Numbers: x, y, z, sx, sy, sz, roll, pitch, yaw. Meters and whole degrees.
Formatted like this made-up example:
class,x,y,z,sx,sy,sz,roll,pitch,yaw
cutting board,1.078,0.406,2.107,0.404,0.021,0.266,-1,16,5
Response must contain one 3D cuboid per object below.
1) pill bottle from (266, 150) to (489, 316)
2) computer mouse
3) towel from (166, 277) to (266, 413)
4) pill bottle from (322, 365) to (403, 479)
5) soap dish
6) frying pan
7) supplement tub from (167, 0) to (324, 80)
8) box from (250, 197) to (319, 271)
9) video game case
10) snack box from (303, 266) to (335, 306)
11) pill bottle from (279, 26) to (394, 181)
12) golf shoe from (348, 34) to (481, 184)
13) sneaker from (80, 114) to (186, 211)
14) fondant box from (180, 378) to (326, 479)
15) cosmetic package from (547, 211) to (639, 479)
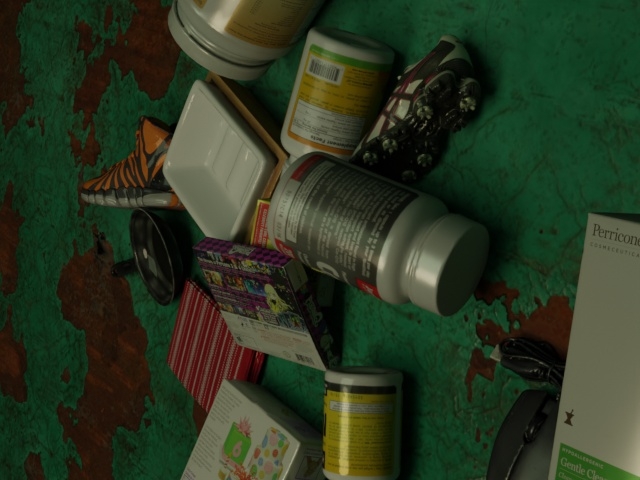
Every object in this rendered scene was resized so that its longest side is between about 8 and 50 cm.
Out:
class,x,y,z,sx,sy,sz,roll,pitch,yaw
pill bottle,0.080,-0.007,1.609,0.283,0.161,0.161,24,109,30
computer mouse,0.268,0.272,1.482,0.188,0.072,0.272,21,106,49
towel,-0.197,0.214,2.115,0.275,0.031,0.199,39,120,47
pill bottle,0.062,0.296,1.707,0.119,0.119,0.209,2,90,52
soap dish,-0.146,-0.128,1.986,0.291,0.118,0.229,51,127,40
frying pan,-0.336,0.061,2.279,0.197,0.053,0.326,62,152,19
supplement tub,-0.093,-0.434,1.836,0.316,0.228,0.228,-51,51,38
box,0.000,0.000,1.794,0.232,0.058,0.087,20,105,34
video game case,-0.089,0.101,1.868,0.232,0.042,0.210,10,131,46
snack box,-0.015,0.029,1.879,0.100,0.037,0.141,16,102,51
pill bottle,0.017,-0.191,1.764,0.136,0.136,0.246,37,118,46
golf shoe,0.135,-0.177,1.665,0.273,0.105,0.120,-43,35,41
sneaker,-0.350,-0.151,2.267,0.321,0.124,0.180,2,86,41
fondant box,-0.131,0.431,1.918,0.238,0.096,0.330,31,101,48
cosmetic package,0.386,0.162,1.267,0.197,0.155,0.366,15,102,54
